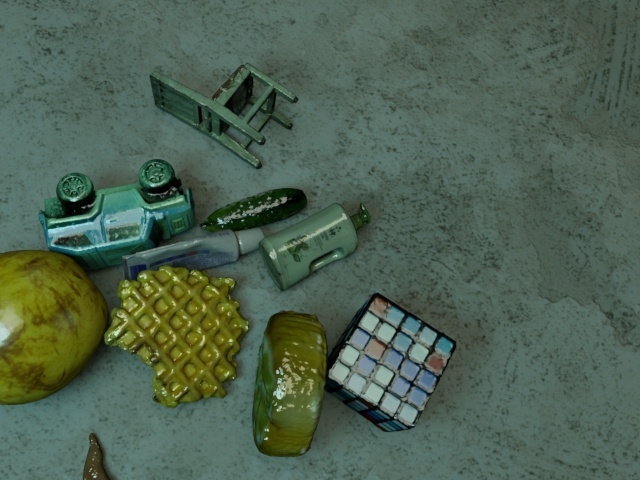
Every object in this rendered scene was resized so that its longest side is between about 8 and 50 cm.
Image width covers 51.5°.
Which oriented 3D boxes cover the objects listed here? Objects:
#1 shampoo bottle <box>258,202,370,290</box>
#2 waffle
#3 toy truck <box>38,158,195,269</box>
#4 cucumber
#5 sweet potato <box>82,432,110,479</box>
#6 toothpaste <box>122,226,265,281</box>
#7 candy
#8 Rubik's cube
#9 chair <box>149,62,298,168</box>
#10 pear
[{"bbox_3d":[0.000,0.000,1.340,0.234,0.087,0.118,-28,118,-15],"label":"shampoo bottle"},{"bbox_3d":[-0.259,0.177,1.232,0.291,0.051,0.291,8,75,-33],"label":"waffle"},{"bbox_3d":[-0.381,-0.045,1.271,0.278,0.155,0.156,-11,72,-10],"label":"toy truck"},{"bbox_3d":[-0.137,-0.059,1.362,0.227,0.069,0.069,-17,77,-7],"label":"cucumber"},{"bbox_3d":[-0.390,0.453,1.173,0.068,0.068,0.226,-13,75,-12],"label":"sweet potato"},{"bbox_3d":[-0.244,0.029,1.301,0.282,0.068,0.099,-15,119,-19],"label":"toothpaste"},{"bbox_3d":[-0.061,0.255,1.180,0.117,0.260,0.260,9,73,-8],"label":"candy"},{"bbox_3d":[0.115,0.234,1.246,0.182,0.187,0.184,32,69,3],"label":"Rubik's cube"},{"bbox_3d":[-0.197,-0.293,1.382,0.270,0.136,0.147,33,71,4],"label":"chair"},{"bbox_3d":[-0.511,0.143,1.142,0.280,0.281,0.281,2,73,-7],"label":"pear"}]
